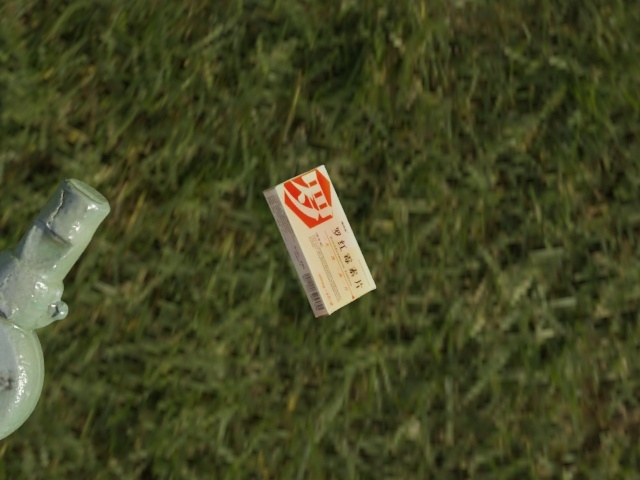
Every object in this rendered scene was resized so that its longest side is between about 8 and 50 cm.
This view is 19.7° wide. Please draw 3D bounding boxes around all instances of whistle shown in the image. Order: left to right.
[{"bbox_3d":[-0.255,0.064,1.465,0.126,0.067,0.258,36,97,9],"label":"whistle"}]

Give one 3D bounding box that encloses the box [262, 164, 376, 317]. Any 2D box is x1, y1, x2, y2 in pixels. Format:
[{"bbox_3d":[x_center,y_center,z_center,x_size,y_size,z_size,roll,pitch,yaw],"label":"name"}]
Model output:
[{"bbox_3d":[0.000,0.000,1.240,0.015,0.058,0.093,-20,95,39],"label":"box"}]
